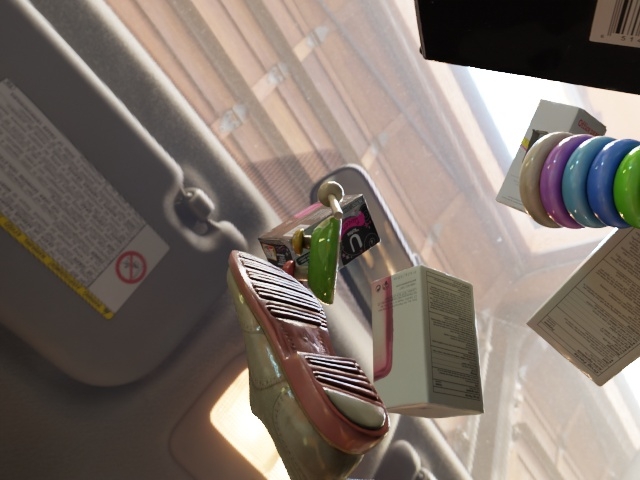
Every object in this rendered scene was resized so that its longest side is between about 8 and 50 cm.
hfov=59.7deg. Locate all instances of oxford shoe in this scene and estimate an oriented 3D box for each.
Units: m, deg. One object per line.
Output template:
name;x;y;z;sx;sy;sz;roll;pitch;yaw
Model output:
oxford shoe;-0.057;0.135;0.658;0.122;0.130;0.348;22;-161;-34

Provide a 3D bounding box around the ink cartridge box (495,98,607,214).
ink cartridge box;0.654;-0.215;1.580;0.226;0.131;0.307;10;-75;-46

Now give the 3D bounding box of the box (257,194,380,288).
box;0.000;0.000;1.414;0.247;0.163;0.142;-33;-70;-28

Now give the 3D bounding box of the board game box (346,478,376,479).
board game box;0.083;0.493;1.123;0.090;0.090;0.020;91;-178;-64

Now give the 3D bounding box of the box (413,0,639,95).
box;0.271;-0.276;0.379;0.313;0.342;0.179;-66;-24;-17

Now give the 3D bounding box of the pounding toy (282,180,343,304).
pounding toy;-0.017;0.011;1.121;0.183;0.110;0.237;-83;-2;-64

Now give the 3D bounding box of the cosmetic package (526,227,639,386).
cosmetic package;0.489;0.073;0.875;0.160;0.310;0.113;43;-132;18

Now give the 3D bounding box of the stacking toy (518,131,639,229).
stacking toy;0.411;-0.069;0.680;0.141;0.330;0.141;-4;-81;-26

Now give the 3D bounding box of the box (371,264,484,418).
box;0.182;0.181;0.969;0.148;0.126;0.233;20;-120;-34
